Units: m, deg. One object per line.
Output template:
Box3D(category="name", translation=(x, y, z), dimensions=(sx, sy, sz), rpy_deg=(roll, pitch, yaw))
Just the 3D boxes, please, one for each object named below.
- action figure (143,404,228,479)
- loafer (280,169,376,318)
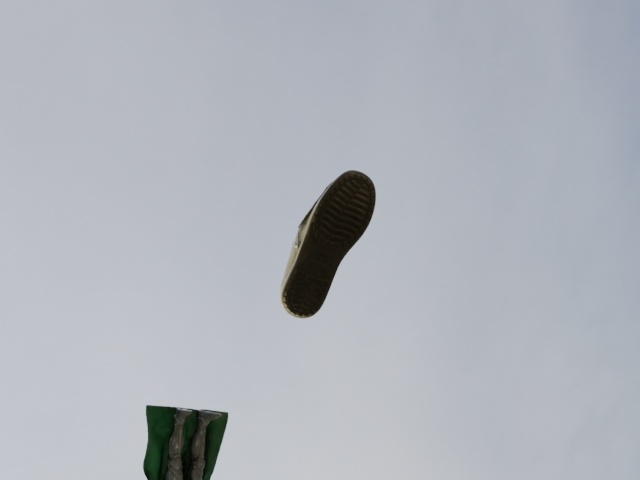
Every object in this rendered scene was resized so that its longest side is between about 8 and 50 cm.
Box3D(category="action figure", translation=(-0.186, 0.341, 0.972), dimensions=(0.137, 0.063, 0.232), rpy_deg=(16, -103, -39))
Box3D(category="loafer", translation=(0.000, 0.000, 0.687), dimensions=(0.056, 0.050, 0.148), rpy_deg=(32, -96, -21))
